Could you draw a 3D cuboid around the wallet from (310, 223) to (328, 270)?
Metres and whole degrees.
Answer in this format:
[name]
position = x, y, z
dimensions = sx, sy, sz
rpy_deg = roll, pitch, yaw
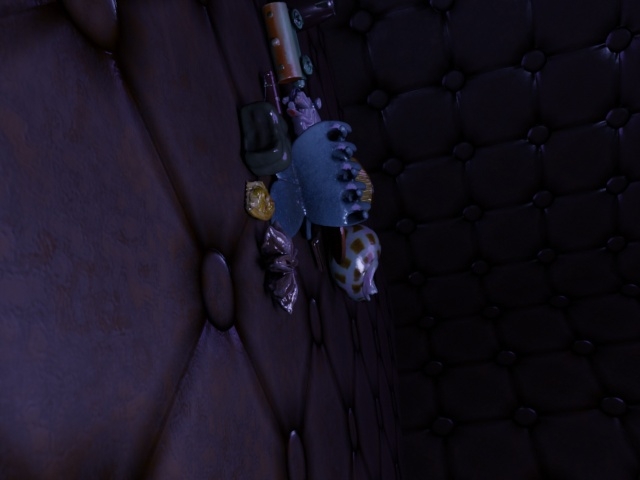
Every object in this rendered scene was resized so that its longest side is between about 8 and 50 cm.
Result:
[wallet]
position = 0.000, 0.000, 1.804
dimensions = 0.230, 0.042, 0.125
rpy_deg = -88, 163, -64

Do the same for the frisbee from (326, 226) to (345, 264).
[frisbee]
position = 0.047, -0.043, 1.745
dimensions = 0.251, 0.021, 0.251
rpy_deg = 169, -90, -82

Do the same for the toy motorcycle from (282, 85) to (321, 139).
[toy motorcycle]
position = -0.052, -0.398, 1.796
dimensions = 0.260, 0.110, 0.171
rpy_deg = 54, 40, -54

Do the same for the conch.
[conch]
position = 0.117, 0.057, 1.965
dimensions = 0.368, 0.197, 0.250
rpy_deg = -92, -157, -60

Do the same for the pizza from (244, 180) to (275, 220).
[pizza]
position = -0.140, -0.095, 1.223
dimensions = 0.160, 0.035, 0.099
rpy_deg = -8, 87, -79

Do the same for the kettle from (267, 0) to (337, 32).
[kettle]
position = -0.052, -0.823, 1.856
dimensions = 0.202, 0.232, 0.144
rpy_deg = -69, 147, -70

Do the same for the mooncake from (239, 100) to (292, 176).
[mooncake]
position = -0.134, -0.244, 1.242
dimensions = 0.168, 0.104, 0.175
rpy_deg = -53, 127, -68

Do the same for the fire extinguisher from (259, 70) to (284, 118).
[fire extinguisher]
position = -0.144, -0.406, 1.500
dimensions = 0.078, 0.045, 0.157
rpy_deg = -22, 103, -50

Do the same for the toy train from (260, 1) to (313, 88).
[toy train]
position = -0.116, -0.647, 1.717
dimensions = 0.177, 0.116, 0.286
rpy_deg = -33, 112, -65

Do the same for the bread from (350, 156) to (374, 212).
[bread]
position = 0.089, -0.196, 1.981
dimensions = 0.253, 0.142, 0.228
rpy_deg = -123, -148, -44

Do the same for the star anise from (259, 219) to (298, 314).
[star anise]
position = -0.096, 0.049, 1.214
dimensions = 0.212, 0.073, 0.197
rpy_deg = -90, 168, -54

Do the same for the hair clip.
[hair clip]
position = -0.002, -0.174, 1.489
dimensions = 0.392, 0.238, 0.319
rpy_deg = 1, 76, -78
